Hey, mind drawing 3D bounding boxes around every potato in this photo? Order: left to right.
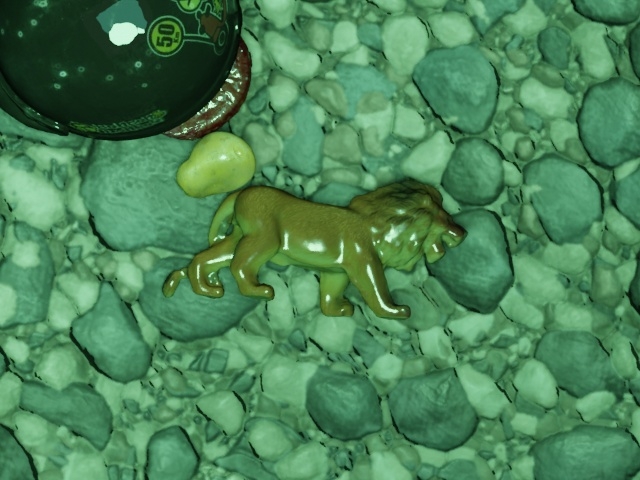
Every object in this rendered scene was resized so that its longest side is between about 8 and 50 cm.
[{"bbox_3d":[-0.110,-0.076,1.466,0.083,0.062,0.068,-40,111,-3],"label":"potato"}]

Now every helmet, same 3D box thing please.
[{"bbox_3d":[-0.220,-0.219,1.371,0.279,0.160,0.230,-7,84,3],"label":"helmet"}]

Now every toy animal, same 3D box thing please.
[{"bbox_3d":[0.000,0.000,1.482,0.312,0.097,0.157,9,79,-7],"label":"toy animal"}]

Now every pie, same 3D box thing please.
[{"bbox_3d":[-0.144,-0.180,1.469,0.154,0.036,0.154,0,91,-7],"label":"pie"}]
